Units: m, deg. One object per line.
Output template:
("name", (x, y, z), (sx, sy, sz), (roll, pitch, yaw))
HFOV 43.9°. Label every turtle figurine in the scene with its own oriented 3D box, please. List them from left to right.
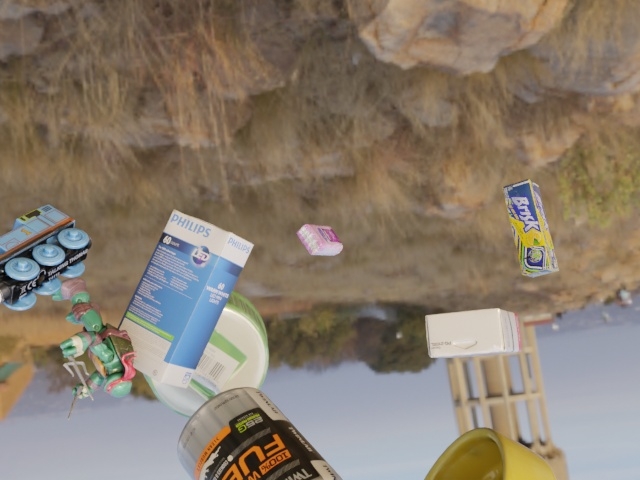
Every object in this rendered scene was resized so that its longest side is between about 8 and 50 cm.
("turtle figurine", (-0.348, 0.175, 1.224), (0.118, 0.234, 0.175), (-11, 138, -24))

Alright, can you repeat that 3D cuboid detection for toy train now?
("toy train", (-0.399, 0.024, 1.089), (0.105, 0.080, 0.184), (28, -145, 13))

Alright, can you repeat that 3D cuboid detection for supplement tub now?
("supplement tub", (-0.085, 0.409, 1.331), (0.194, 0.193, 0.316), (3, -152, -47))

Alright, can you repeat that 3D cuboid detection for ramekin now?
("ramekin", (-0.260, 0.257, 1.803), (0.304, 0.303, 0.148), (-5, -172, -12))

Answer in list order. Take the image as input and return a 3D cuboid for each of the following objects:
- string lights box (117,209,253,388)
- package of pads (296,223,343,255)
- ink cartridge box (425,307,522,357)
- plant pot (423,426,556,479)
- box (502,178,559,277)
("string lights box", (-0.230, 0.093, 1.301), (0.133, 0.259, 0.077), (22, 174, 32))
("package of pads", (0.000, 0.000, 1.336), (0.032, 0.050, 0.083), (-40, 160, 22))
("ink cartridge box", (0.358, 0.217, 1.839), (0.172, 0.100, 0.237), (-9, 169, 21))
("plant pot", (0.261, 0.405, 1.019), (0.239, 0.253, 0.254), (29, 164, -7))
("box", (0.380, -0.022, 1.438), (0.054, 0.168, 0.059), (-18, 164, 29))
